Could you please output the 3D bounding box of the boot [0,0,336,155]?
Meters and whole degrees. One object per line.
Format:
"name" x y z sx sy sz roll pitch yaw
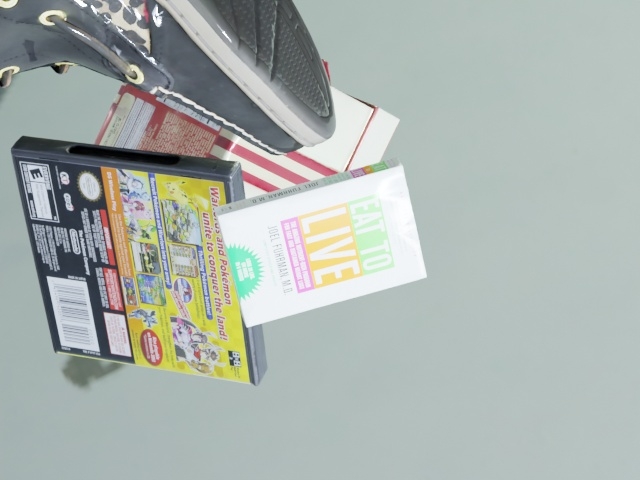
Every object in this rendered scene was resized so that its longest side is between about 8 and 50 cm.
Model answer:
"boot" -0.199 -0.128 1.125 0.284 0.377 0.138 -33 43 25

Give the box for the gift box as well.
"gift box" -0.091 -0.117 1.984 0.276 0.258 0.255 34 97 44

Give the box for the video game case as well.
"video game case" -0.188 0.023 1.806 0.248 0.275 0.035 8 37 18

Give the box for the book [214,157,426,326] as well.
"book" 0.000 0.000 1.294 0.144 0.096 0.035 -16 26 -6
